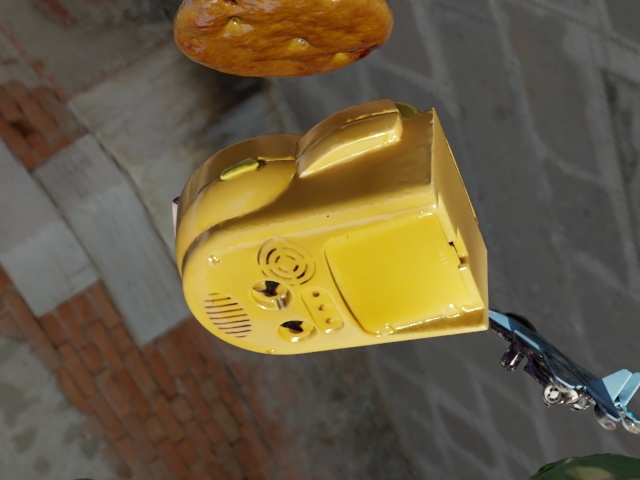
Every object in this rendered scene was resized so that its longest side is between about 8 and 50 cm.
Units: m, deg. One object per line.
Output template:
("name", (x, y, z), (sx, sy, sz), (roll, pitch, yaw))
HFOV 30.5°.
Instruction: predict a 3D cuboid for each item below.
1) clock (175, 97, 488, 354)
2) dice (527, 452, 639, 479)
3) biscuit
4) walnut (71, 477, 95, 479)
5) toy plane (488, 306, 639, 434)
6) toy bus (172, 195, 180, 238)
("clock", (0.000, 0.000, 1.229), (0.200, 0.317, 0.244), (-91, -19, -49))
("dice", (0.464, 0.492, 1.740), (0.297, 0.300, 0.287), (-145, 57, -67))
("biscuit", (-0.035, -0.193, 1.078), (0.212, 0.212, 0.036), (127, 142, -73))
("walnut", (-0.283, 0.460, 1.632), (0.273, 0.227, 0.273), (13, 144, 10))
("toy plane", (0.269, 0.148, 1.383), (0.246, 0.078, 0.169), (27, -174, 37))
("toy bus", (-0.075, -0.049, 1.642), (0.090, 0.274, 0.112), (37, 147, 53))
